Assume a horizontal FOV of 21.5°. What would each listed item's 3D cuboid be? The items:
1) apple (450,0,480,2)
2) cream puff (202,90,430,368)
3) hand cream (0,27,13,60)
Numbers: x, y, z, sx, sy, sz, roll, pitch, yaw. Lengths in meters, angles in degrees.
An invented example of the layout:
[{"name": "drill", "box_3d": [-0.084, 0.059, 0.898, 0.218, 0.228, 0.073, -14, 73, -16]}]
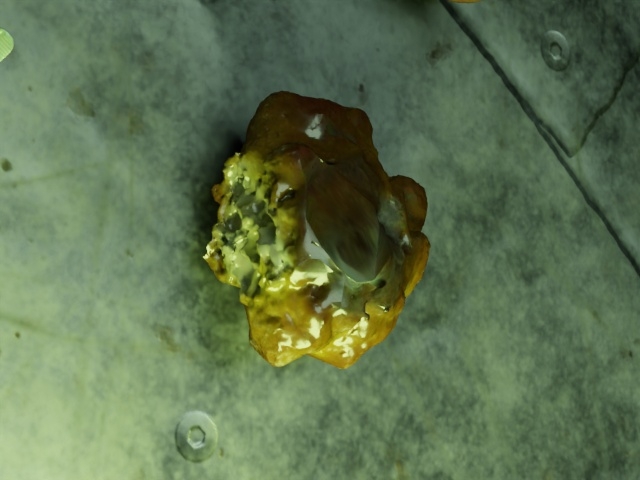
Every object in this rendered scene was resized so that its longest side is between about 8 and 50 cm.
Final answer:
[{"name": "apple", "box_3d": [0.146, -0.348, 1.745, 0.174, 0.188, 0.188, 40, 60, -12]}, {"name": "cream puff", "box_3d": [0.000, 0.000, 1.591, 0.241, 0.155, 0.269, 40, 58, -25]}, {"name": "hand cream", "box_3d": [-0.405, -0.217, 1.365, 0.147, 0.093, 0.306, -43, 111, 1]}]
